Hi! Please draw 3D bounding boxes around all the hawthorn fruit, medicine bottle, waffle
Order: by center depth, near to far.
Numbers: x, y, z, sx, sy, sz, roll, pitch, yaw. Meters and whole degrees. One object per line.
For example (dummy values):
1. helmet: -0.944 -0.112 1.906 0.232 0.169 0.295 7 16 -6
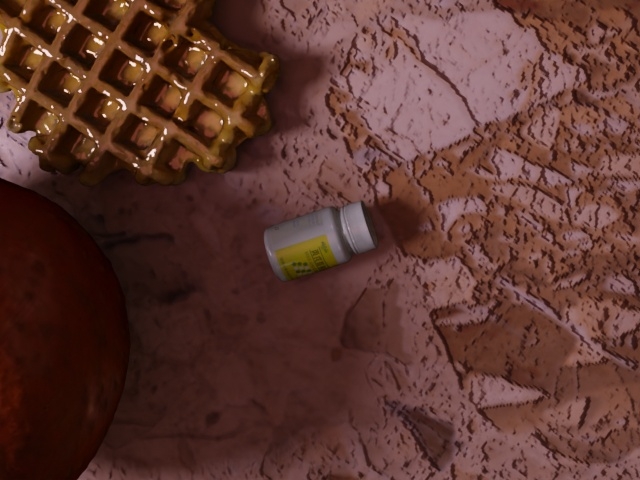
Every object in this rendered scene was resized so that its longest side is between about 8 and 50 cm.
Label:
1. hawthorn fruit: -0.278 0.067 0.732 0.276 0.299 0.275 3 137 3
2. medicine bottle: 0.000 0.000 0.788 0.083 0.047 0.047 -18 92 10
3. waffle: -0.153 -0.169 0.793 0.249 0.056 0.253 2 94 8
